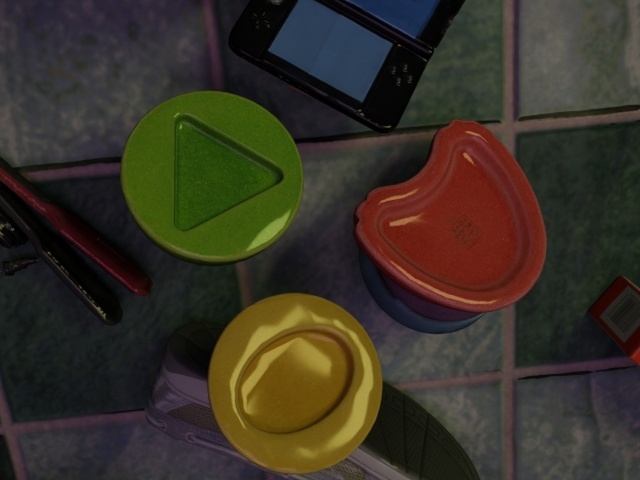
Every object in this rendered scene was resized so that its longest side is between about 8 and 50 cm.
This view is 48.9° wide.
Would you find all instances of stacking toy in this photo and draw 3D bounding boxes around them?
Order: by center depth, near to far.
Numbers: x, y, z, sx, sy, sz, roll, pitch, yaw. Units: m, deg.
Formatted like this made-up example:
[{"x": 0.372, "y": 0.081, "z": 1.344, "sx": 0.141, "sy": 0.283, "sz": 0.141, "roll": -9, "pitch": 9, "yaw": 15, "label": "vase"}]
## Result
[{"x": 0.000, "y": 0.000, "z": 0.573, "sx": 0.308, "sy": 0.130, "sz": 0.280, "roll": -32, "pitch": 83, "yaw": -21, "label": "stacking toy"}]

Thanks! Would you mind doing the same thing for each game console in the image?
[{"x": 0.024, "y": -0.171, "z": 0.515, "sx": 0.144, "sy": 0.085, "sz": 0.124, "roll": 28, "pitch": 68, "yaw": -4, "label": "game console"}]

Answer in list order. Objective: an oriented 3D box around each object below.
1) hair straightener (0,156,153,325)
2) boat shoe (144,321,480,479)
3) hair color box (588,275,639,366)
[{"x": -0.259, "y": -0.003, "z": 0.605, "sx": 0.230, "sy": 0.047, "sz": 0.089, "roll": 42, "pitch": 102, "yaw": -15, "label": "hair straightener"}, {"x": -0.005, "y": 0.184, "z": 0.655, "sx": 0.320, "sy": 0.118, "sz": 0.103, "roll": 23, "pitch": 115, "yaw": -6, "label": "boat shoe"}, {"x": 0.342, "y": 0.112, "z": 0.658, "sx": 0.167, "sy": 0.093, "sz": 0.053, "roll": 33, "pitch": 105, "yaw": -13, "label": "hair color box"}]
